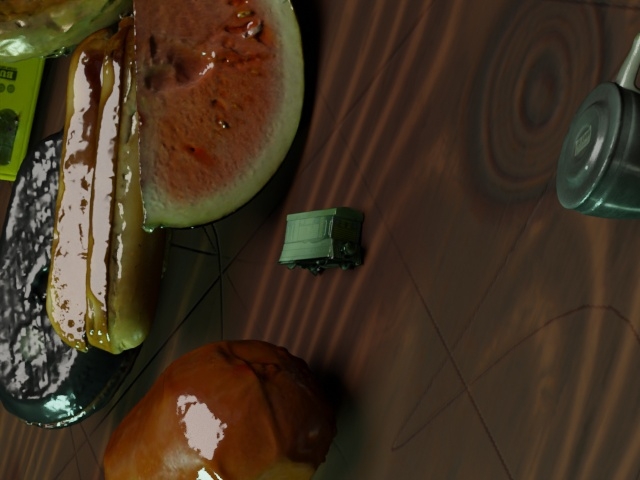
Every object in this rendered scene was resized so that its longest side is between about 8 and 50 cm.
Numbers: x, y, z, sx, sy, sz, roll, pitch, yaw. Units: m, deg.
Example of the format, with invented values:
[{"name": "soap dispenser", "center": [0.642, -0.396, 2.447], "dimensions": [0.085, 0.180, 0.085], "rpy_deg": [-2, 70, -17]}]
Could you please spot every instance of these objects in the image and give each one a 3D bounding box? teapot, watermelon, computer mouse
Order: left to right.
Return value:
[{"name": "computer mouse", "center": [-0.257, 0.038, 1.809], "dimensions": [0.183, 0.116, 0.323], "rpy_deg": [11, 88, 29]}, {"name": "watermelon", "center": [-0.103, -0.162, 1.647], "dimensions": [0.128, 0.159, 0.303], "rpy_deg": [-171, 79, -79]}, {"name": "teapot", "center": [0.227, -0.066, 1.187], "dimensions": [0.092, 0.090, 0.124], "rpy_deg": [-90, 22, -48]}]

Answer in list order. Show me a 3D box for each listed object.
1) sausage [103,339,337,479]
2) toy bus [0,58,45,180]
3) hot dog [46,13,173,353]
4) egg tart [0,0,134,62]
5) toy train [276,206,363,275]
[{"name": "sausage", "center": [-0.098, 0.193, 1.532], "dimensions": [0.268, 0.153, 0.141], "rpy_deg": [-44, 57, 42]}, {"name": "toy bus", "center": [-0.404, -0.244, 2.076], "dimensions": [0.152, 0.144, 0.330], "rpy_deg": [21, 101, 54]}, {"name": "hot dog", "center": [-0.193, -0.058, 1.675], "dimensions": [0.135, 0.100, 0.337], "rpy_deg": [-3, 81, 54]}, {"name": "egg tart", "center": [-0.337, -0.365, 1.907], "dimensions": [0.169, 0.388, 0.388], "rpy_deg": [66, -156, -76]}, {"name": "toy train", "center": [0.000, 0.000, 1.540], "dimensions": [0.093, 0.038, 0.056], "rpy_deg": [-7, 74, 54]}]
